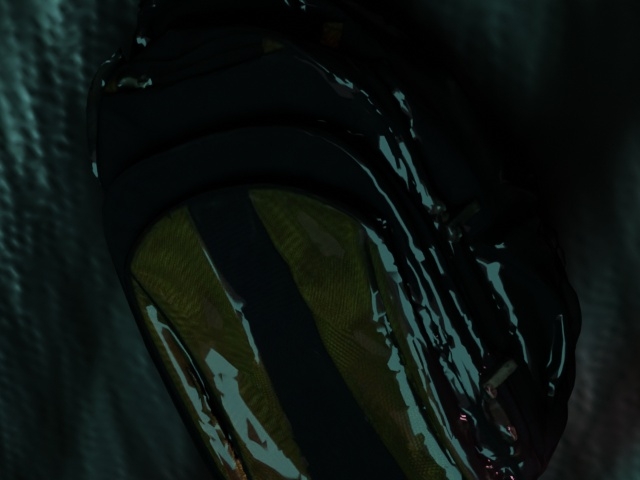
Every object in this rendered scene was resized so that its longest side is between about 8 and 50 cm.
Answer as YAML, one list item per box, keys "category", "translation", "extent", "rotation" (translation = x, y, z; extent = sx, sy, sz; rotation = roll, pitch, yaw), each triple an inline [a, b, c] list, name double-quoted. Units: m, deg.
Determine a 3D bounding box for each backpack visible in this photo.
- category: "backpack"
  translation: [0.000, 0.000, 0.731]
  extent: [0.206, 0.133, 0.258]
  rotation: [-15, 114, 32]
